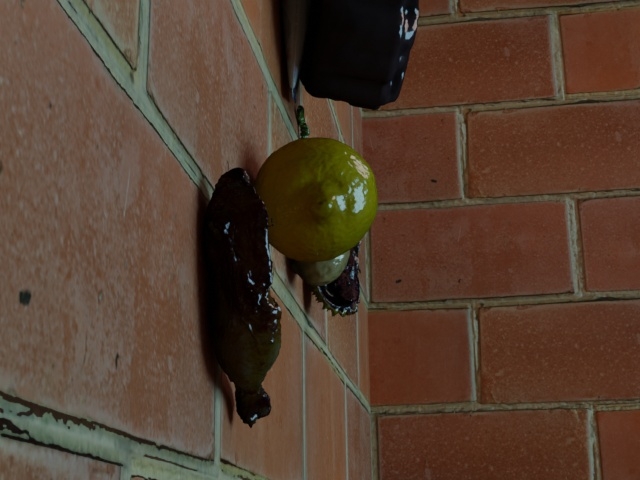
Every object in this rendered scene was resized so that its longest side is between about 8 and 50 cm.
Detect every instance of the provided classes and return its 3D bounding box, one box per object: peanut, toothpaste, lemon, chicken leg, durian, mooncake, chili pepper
[{"bbox_3d":[0.000,0.000,1.838,0.140,0.109,0.159,-150,-119,-82],"label":"peanut"},{"bbox_3d":[-0.044,-0.416,1.886,0.100,0.066,0.323,38,54,-89],"label":"toothpaste"},{"bbox_3d":[-0.009,-0.061,1.511,0.244,0.187,0.187,-97,-178,-82],"label":"lemon"},{"bbox_3d":[-0.095,0.075,1.245,0.177,0.083,0.322,174,-90,-83],"label":"chicken leg"},{"bbox_3d":[0.008,0.073,2.033,0.108,0.119,0.186,-36,-136,53],"label":"durian"},{"bbox_3d":[0.075,-0.428,1.930,0.381,0.212,0.350,108,-10,-62],"label":"mooncake"},{"bbox_3d":[-0.035,-0.225,2.017,0.027,0.022,0.083,43,-30,49],"label":"chili pepper"}]
